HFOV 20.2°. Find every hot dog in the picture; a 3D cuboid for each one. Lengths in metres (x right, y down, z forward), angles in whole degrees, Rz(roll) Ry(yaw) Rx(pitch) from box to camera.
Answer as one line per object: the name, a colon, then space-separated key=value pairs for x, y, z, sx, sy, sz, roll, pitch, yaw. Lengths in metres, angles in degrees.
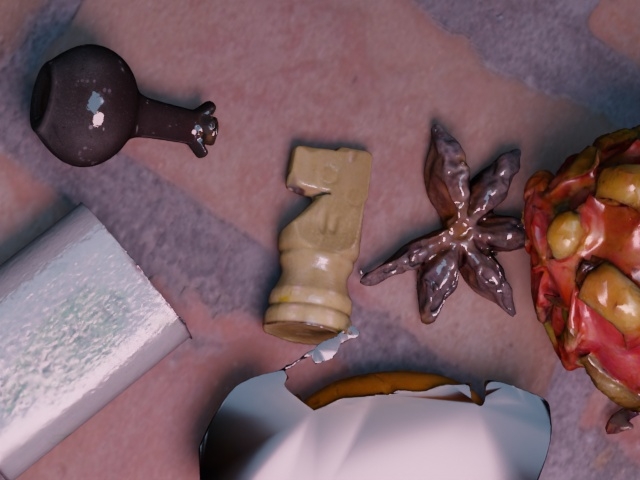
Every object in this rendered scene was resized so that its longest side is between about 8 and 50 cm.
hot dog: x=0.053 y=0.194 z=1.782 sx=0.326 sy=0.107 sz=0.194 roll=16 pitch=84 yaw=-1

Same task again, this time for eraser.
eraser: x=-0.264 y=0.098 z=1.741 sx=0.227 sy=0.081 sz=0.174 roll=-39 pitch=94 yaw=-12

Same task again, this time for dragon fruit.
dragon fruit: x=0.318 y=0.026 z=1.736 sx=0.263 sy=0.296 sz=0.314 roll=27 pitch=84 yaw=-23

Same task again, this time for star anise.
star anise: x=0.155 y=-0.007 z=1.837 sx=0.172 sy=0.063 sz=0.208 roll=29 pitch=81 yaw=-12

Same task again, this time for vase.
vase: x=-0.188 y=-0.123 z=1.762 sx=0.183 sy=0.120 sz=0.120 roll=11 pitch=84 yaw=-24

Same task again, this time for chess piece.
chess piece: x=0.000 y=0.000 z=1.806 sx=0.090 sy=0.090 sz=0.200 roll=12 pitch=73 yaw=-10
